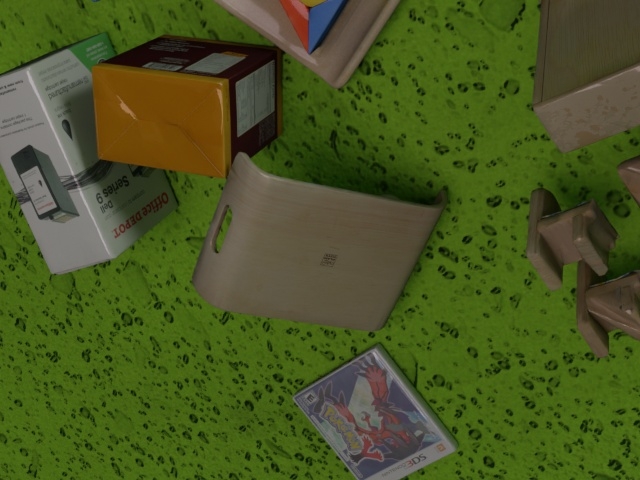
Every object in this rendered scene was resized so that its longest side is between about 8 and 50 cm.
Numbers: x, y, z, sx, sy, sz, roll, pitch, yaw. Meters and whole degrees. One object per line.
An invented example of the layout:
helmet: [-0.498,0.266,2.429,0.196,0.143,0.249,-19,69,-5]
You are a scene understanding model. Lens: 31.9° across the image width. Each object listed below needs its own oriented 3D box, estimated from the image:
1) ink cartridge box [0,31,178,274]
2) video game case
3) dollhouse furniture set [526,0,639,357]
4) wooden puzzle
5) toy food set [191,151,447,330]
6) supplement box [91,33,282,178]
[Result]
ink cartridge box: [-0.346,-0.126,1.612,0.121,0.211,0.289,-13,108,27]
video game case: [0.082,0.277,1.717,0.183,0.023,0.201,-35,96,32]
dollhouse furniture set: [0.415,-0.113,1.321,0.362,0.256,0.394,-21,124,31]
wooden puzzle: [-0.039,-0.405,1.425,0.348,0.080,0.322,38,122,4]
toy food set: [0.000,0.000,1.513,0.306,0.092,0.220,10,124,-23]
supplement box: [-0.174,-0.187,1.516,0.191,0.194,0.129,10,116,20]
